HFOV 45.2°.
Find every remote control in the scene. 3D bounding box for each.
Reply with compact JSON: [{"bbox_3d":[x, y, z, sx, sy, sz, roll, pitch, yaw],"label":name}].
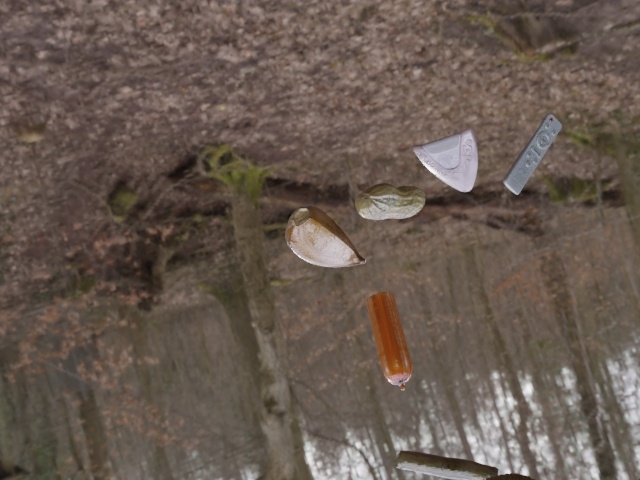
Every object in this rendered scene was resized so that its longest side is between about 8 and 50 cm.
[{"bbox_3d":[0.449,-0.185,1.639,0.184,0.050,0.027,-56,-152,-5],"label":"remote control"}]

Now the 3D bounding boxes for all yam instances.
[{"bbox_3d":[0.391,0.704,2.388,0.317,0.067,0.071,9,-166,5],"label":"yam"}]

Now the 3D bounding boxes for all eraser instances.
[{"bbox_3d":[0.452,-0.251,2.584,0.204,0.243,0.059,-17,-143,26],"label":"eraser"}]

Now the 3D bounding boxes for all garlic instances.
[{"bbox_3d":[0.004,-0.008,1.841,0.128,0.206,0.115,-43,-155,37],"label":"garlic"}]

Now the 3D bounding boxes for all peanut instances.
[{"bbox_3d":[0.189,-0.105,2.046,0.214,0.099,0.090,-3,-159,-33],"label":"peanut"}]

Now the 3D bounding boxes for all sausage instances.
[{"bbox_3d":[0.162,0.234,1.767,0.071,0.234,0.071,-9,149,-5],"label":"sausage"}]

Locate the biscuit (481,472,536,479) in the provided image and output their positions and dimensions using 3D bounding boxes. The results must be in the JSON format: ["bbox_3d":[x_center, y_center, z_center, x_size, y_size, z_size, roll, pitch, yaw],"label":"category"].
[{"bbox_3d":[0.448,0.681,1.914,0.259,0.079,0.259,-23,-168,5],"label":"biscuit"}]

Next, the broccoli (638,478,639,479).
[{"bbox_3d":[0.725,0.672,1.698,0.304,0.145,0.165,-61,173,-8],"label":"broccoli"}]
